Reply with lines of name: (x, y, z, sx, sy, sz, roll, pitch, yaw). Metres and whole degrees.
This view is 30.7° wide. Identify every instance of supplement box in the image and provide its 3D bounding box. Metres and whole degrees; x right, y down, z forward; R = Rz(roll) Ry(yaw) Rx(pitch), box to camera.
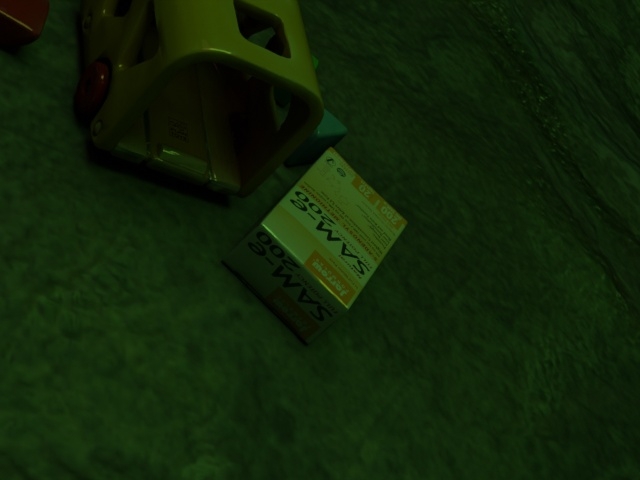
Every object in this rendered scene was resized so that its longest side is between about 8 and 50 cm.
supplement box: (0.000, 0.000, 0.608, 0.062, 0.036, 0.098, 44, 35, -5)

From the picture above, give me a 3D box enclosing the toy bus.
toy bus: (-0.062, -0.125, 0.603, 0.202, 0.104, 0.191, 48, 35, -1)
